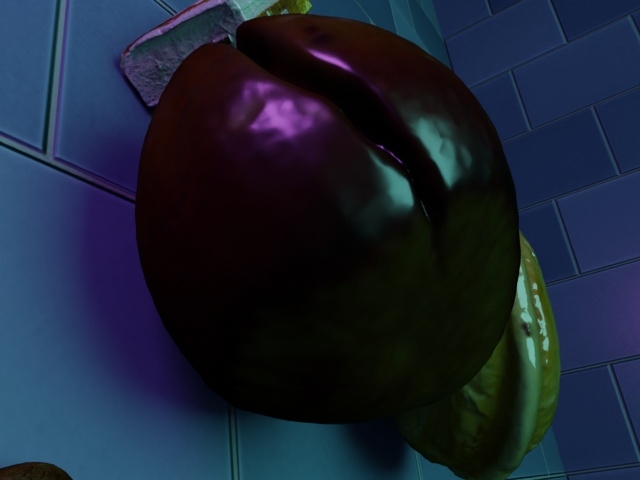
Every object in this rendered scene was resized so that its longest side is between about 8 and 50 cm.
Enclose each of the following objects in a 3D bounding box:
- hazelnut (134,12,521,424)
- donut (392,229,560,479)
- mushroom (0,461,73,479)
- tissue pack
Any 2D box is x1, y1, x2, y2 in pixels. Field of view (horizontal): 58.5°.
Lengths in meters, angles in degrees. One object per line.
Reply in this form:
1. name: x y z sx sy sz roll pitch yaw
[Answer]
1. hazelnut: 0.000 0.000 0.604 0.429 0.401 0.403 47 33 -50
2. donut: 0.212 0.144 0.899 0.449 0.198 0.450 179 -90 -79
3. mushroom: -0.196 0.211 0.379 0.109 0.085 0.126 -16 87 -28
4. tissue pack: -0.128 -0.268 0.734 0.092 0.183 0.226 57 29 -24
